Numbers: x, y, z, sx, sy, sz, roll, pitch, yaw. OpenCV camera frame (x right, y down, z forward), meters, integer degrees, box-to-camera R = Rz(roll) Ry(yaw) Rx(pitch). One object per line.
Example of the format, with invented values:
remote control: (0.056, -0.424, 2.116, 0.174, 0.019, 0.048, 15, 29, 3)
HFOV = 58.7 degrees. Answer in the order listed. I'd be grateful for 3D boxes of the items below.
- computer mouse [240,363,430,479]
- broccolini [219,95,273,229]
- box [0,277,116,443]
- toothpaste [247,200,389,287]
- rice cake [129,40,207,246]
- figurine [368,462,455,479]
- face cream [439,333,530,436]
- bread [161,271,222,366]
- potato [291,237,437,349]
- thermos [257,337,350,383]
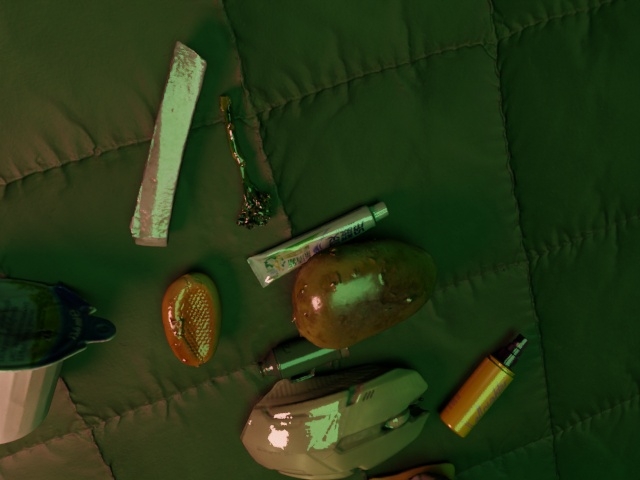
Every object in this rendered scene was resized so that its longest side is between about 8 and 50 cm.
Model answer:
computer mouse: (0.046, 0.401, 1.228, 0.428, 0.145, 0.228, -9, 106, -13)
broccolini: (-0.142, -0.140, 1.057, 0.071, 0.057, 0.255, -40, 126, -48)
box: (-0.523, 0.211, 0.979, 0.291, 0.262, 0.206, 10, 116, -28)
toothpaste: (0.000, 0.000, 1.146, 0.296, 0.048, 0.075, -27, 118, -3)
rice cake: (-0.270, -0.162, 1.009, 0.072, 0.056, 0.365, 13, 103, -13)
figurine: (0.280, 0.741, 1.274, 0.266, 0.378, 0.362, -21, 110, -9)
face cream: (0.394, 0.333, 1.339, 0.078, 0.078, 0.273, 37, 94, -22)
bread: (-0.249, 0.148, 1.103, 0.114, 0.077, 0.189, -11, 109, -34)
potato: (0.085, 0.092, 1.126, 0.307, 0.173, 0.210, -17, 116, -15)
thermos: (-0.038, 0.241, 1.196, 0.187, 0.073, 0.083, -18, 144, -9)
